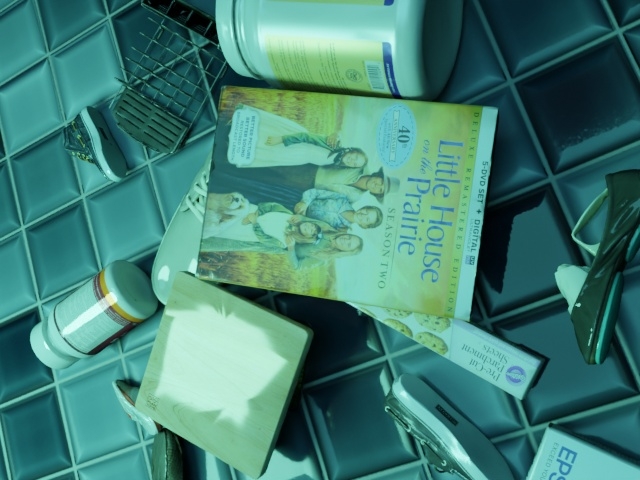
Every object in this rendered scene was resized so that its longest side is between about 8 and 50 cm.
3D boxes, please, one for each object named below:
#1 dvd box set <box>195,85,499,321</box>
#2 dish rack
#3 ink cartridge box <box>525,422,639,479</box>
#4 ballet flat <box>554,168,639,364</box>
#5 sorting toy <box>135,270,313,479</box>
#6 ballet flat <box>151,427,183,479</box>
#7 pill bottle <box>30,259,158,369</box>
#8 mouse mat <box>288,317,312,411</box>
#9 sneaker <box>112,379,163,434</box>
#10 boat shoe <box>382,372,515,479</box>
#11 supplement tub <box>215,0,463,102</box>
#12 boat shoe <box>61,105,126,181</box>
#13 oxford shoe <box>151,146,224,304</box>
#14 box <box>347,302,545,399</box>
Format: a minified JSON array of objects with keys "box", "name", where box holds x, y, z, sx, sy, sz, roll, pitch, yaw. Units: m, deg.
[{"box":[0.034,-0.061,1.033,0.420,0.062,0.308,9,90,15],"name":"dvd box set"},{"box":[-0.292,-0.309,1.301,0.208,0.074,0.271,34,97,24],"name":"dish rack"},{"box":[0.401,0.460,0.910,0.330,0.071,0.324,21,92,26],"name":"ink cartridge box"},{"box":[0.389,0.030,0.961,0.096,0.095,0.280,19,81,34],"name":"ballet flat"},{"box":[-0.149,0.211,1.150,0.257,0.089,0.255,23,99,22],"name":"sorting toy"},{"box":[-0.251,0.451,1.203,0.084,0.058,0.250,-36,60,54],"name":"ballet flat"},{"box":[-0.417,0.140,1.272,0.221,0.121,0.121,-34,72,17],"name":"pill bottle"},{"box":[-0.109,0.200,1.195,0.189,0.007,0.153,8,87,23],"name":"mouse mat"},{"box":[-0.317,0.292,1.255,0.158,0.065,0.061,28,140,38],"name":"sneaker"},{"box":[0.181,0.300,1.023,0.228,0.080,0.076,42,118,19],"name":"boat shoe"},{"box":[0.032,-0.344,1.074,0.331,0.241,0.241,12,88,24],"name":"supplement tub"},{"box":[-0.445,-0.171,1.359,0.083,0.065,0.183,-37,64,17],"name":"boat shoe"},{"box":[-0.165,-0.075,1.189,0.169,0.130,0.449,42,102,19],"name":"oxford shoe"},{"box":[0.174,0.130,1.050,0.324,0.063,0.067,28,95,24],"name":"box"}]
